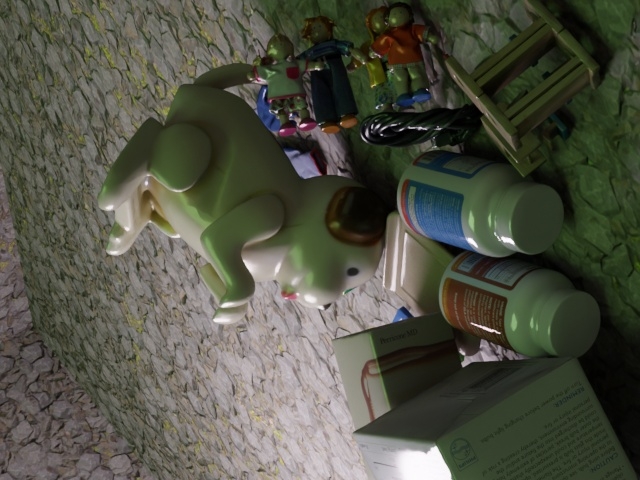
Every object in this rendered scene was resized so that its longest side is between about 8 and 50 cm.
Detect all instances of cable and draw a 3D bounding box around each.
[{"bbox_3d":[0.136,-0.157,1.785,0.184,0.151,0.047,165,106,-71],"label":"cable"}]

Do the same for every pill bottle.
[{"bbox_3d":[0.212,-0.046,1.785,0.221,0.124,0.124,20,134,55],"label":"pill bottle"},{"bbox_3d":[0.268,0.089,1.822,0.216,0.121,0.121,21,134,54],"label":"pill bottle"}]

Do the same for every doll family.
[{"bbox_3d":[0.038,-0.237,1.842,0.118,0.263,0.163,36,-137,-74],"label":"doll family"}]

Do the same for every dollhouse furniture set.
[{"bbox_3d":[0.246,-0.184,1.624,0.129,0.129,0.184,53,-177,18],"label":"dollhouse furniture set"}]

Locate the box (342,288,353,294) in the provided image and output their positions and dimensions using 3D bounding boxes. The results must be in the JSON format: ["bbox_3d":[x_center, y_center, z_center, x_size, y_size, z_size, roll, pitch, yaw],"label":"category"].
[{"bbox_3d":[0.000,0.000,2.318,0.179,0.043,0.105,42,149,29],"label":"box"}]

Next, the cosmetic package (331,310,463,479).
[{"bbox_3d":[0.141,0.267,2.030,0.129,0.153,0.296,-21,85,61],"label":"cosmetic package"}]

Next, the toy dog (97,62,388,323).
[{"bbox_3d":[-0.092,-0.047,2.128,0.408,0.395,0.284,28,150,4],"label":"toy dog"}]

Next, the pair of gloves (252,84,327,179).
[{"bbox_3d":[-0.058,-0.173,2.271,0.159,0.023,0.198,-10,108,62],"label":"pair of gloves"}]

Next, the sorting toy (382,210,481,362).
[{"bbox_3d":[0.179,0.059,2.047,0.196,0.047,0.347,39,148,29],"label":"sorting toy"}]

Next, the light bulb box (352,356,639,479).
[{"bbox_3d":[0.259,0.365,1.789,0.361,0.225,0.358,63,164,-2],"label":"light bulb box"}]
